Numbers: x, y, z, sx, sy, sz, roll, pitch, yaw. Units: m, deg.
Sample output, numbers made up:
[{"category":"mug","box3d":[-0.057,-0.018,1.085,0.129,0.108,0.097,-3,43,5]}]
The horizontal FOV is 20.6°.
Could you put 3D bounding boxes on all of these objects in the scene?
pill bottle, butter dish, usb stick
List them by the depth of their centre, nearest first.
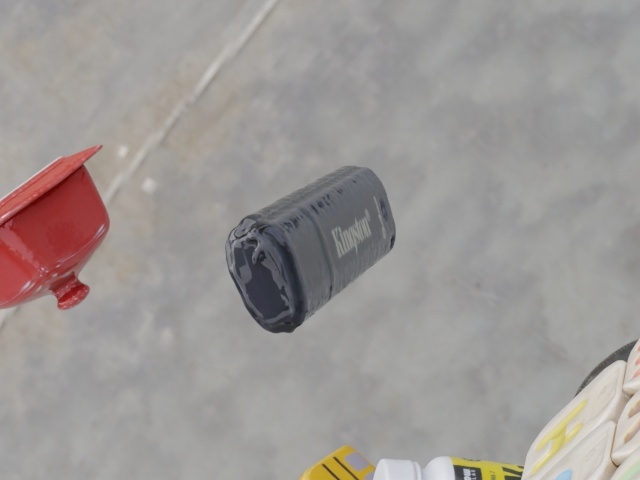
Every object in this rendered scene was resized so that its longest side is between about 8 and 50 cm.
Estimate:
[{"category":"usb stick","box3d":[0.000,0.000,1.193,0.045,0.278,0.077,-23,93,18]},{"category":"butter dish","box3d":[-0.254,0.010,1.590,0.160,0.118,0.160,-31,8,45]},{"category":"pill bottle","box3d":[0.154,0.267,1.665,0.119,0.208,0.119,-173,90,-83]}]

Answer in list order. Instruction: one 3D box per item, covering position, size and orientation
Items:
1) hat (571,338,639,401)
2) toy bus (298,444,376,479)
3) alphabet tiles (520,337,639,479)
[{"category":"hat","box3d":[0.282,0.177,1.507,0.134,0.331,0.331,29,86,36]},{"category":"toy bus","box3d":[0.098,0.385,1.937,0.332,0.130,0.108,41,129,20]},{"category":"alphabet tiles","box3d":[0.112,0.109,0.676,0.278,0.021,0.284,-49,5,28]}]
